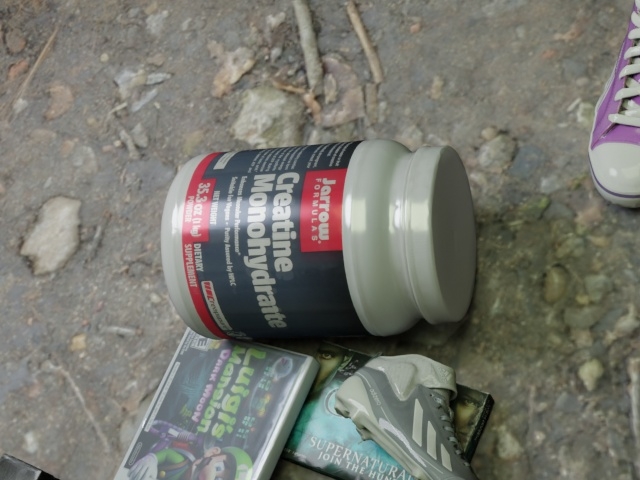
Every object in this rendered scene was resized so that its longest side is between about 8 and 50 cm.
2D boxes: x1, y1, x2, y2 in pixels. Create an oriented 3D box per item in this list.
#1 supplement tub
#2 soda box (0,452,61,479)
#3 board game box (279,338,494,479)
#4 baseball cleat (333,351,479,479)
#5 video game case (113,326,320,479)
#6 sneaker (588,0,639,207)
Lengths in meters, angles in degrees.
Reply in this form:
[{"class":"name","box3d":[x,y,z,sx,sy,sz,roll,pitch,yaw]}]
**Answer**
[{"class":"supplement tub","box3d":[0.000,0.000,1.219,0.272,0.191,0.191,-3,62,21]},{"class":"soda box","box3d":[-0.331,0.308,1.271,0.060,0.053,0.169,17,71,29]},{"class":"board game box","box3d":[0.059,0.178,1.198,0.186,0.026,0.126,15,70,28]},{"class":"baseball cleat","box3d":[0.105,0.172,1.125,0.109,0.072,0.206,-44,60,-13]},{"class":"video game case","box3d":[-0.107,0.186,1.246,0.173,0.022,0.190,10,67,38]},{"class":"sneaker","box3d":[0.319,-0.182,1.208,0.102,0.161,0.282,12,70,25]}]
